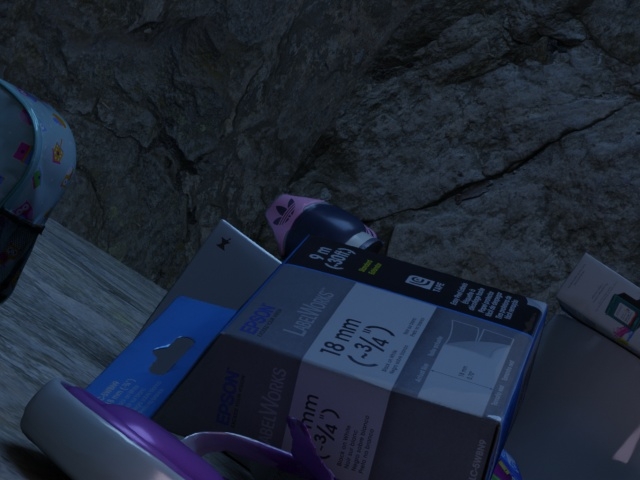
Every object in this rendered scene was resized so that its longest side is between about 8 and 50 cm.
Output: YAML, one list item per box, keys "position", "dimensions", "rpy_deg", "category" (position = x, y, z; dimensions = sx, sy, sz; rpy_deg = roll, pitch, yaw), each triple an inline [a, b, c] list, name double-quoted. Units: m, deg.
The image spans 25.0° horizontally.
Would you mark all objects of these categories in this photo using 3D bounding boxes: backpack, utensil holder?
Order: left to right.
- position: [-0.317, -0.060, 1.284]
  dimensions: [0.166, 0.188, 0.144]
  rpy_deg: [34, -3, 26]
  category: "backpack"
- position: [0.359, 0.347, 2.109]
  dimensions: [0.327, 0.385, 0.327]
  rpy_deg: [35, -2, 1]
  category: "utensil holder"

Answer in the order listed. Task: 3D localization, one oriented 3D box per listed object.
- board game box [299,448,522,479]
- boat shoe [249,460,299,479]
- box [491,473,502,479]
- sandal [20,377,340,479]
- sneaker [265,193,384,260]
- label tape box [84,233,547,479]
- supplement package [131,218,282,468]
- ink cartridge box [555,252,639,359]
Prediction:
- position: [0.098, 0.221, 1.375]
  dimensions: [0.318, 0.066, 0.318]
  rpy_deg: [45, 15, -22]
  category: "board game box"
- position: [0.005, 0.231, 1.437]
  dimensions: [0.096, 0.098, 0.277]
  rpy_deg: [35, -2, 20]
  category: "boat shoe"
- position: [0.257, 0.340, 1.196]
  dimensions: [0.322, 0.058, 0.232]
  rpy_deg: [40, 8, -22]
  category: "box"
- position: [-0.033, 0.172, 0.971]
  dimensions: [0.169, 0.102, 0.416]
  rpy_deg: [34, -4, 33]
  category: "sandal"
- position: [0.000, 0.000, 1.768]
  dimensions: [0.131, 0.112, 0.319]
  rpy_deg: [39, -6, 5]
  category: "sneaker"
- position: [0.000, 0.091, 1.189]
  dimensions: [0.333, 0.106, 0.240]
  rpy_deg: [16, 23, 11]
  category: "label tape box"
- position: [-0.089, 0.115, 1.625]
  dimensions: [0.199, 0.198, 0.262]
  rpy_deg: [36, -3, -2]
  category: "supplement package"
- position: [0.448, 0.122, 2.019]
  dimensions: [0.231, 0.078, 0.134]
  rpy_deg: [35, -2, 17]
  category: "ink cartridge box"
